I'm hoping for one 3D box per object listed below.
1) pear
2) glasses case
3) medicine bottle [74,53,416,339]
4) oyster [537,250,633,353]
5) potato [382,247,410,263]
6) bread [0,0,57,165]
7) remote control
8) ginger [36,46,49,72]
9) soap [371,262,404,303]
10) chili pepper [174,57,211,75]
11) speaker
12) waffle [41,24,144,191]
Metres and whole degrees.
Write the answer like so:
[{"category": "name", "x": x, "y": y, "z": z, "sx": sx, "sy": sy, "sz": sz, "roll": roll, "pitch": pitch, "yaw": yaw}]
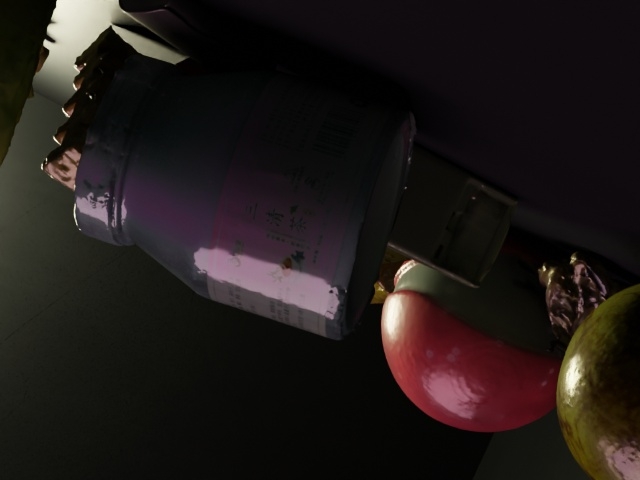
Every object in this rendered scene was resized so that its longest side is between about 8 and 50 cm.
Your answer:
[{"category": "pear", "x": 0.394, "y": 0.178, "z": 1.518, "sx": 0.283, "sy": 0.283, "sz": 0.283, "roll": 25, "pitch": 177, "yaw": 1}, {"category": "glasses case", "x": -0.121, "y": -0.207, "z": 1.354, "sx": 0.072, "sy": 0.042, "sz": 0.190, "roll": 14, "pitch": 172, "yaw": 32}, {"category": "medicine bottle", "x": -0.074, "y": -0.055, "z": 1.354, "sx": 0.290, "sy": 0.245, "sz": 0.245, "roll": 17, "pitch": 175, "yaw": 10}, {"category": "oyster", "x": 0.412, "y": 0.132, "z": 1.804, "sx": 0.337, "sy": 0.133, "sz": 0.198, "roll": 32, "pitch": 151, "yaw": -20}, {"category": "potato", "x": 0.039, "y": -0.052, "z": 1.654, "sx": 0.253, "sy": 0.148, "sz": 0.186, "roll": 26, "pitch": 179, "yaw": -25}, {"category": "bread", "x": -0.482, "y": -0.219, "z": 1.564, "sx": 0.307, "sy": 0.348, "sz": 0.348, "roll": 15, "pitch": 180, "yaw": -19}, {"category": "remote control", "x": 0.087, "y": -0.052, "z": 1.532, "sx": 0.285, "sy": 0.123, "sz": 0.038, "roll": 24, "pitch": 176, "yaw": -16}, {"category": "ginger", "x": -0.476, "y": -0.313, "z": 2.139, "sx": 0.118, "sy": 0.065, "sz": 0.299, "roll": 39, "pitch": 175, "yaw": -2}, {"category": "soap", "x": 0.000, "y": 0.000, "z": 2.308, "sx": 0.281, "sy": 0.143, "sz": 0.259, "roll": -1, "pitch": 143, "yaw": 51}, {"category": "chili pepper", "x": -0.123, "y": -0.177, "z": 1.623, "sx": 0.123, "sy": 0.070, "sz": 0.073, "roll": 22, "pitch": -168, "yaw": 22}, {"category": "speaker", "x": 0.231, "y": 0.129, "z": 1.918, "sx": 0.294, "sy": 0.294, "sz": 0.294, "roll": 25, "pitch": 177, "yaw": 1}, {"category": "waffle", "x": -0.178, "y": -0.090, "z": 1.640, "sx": 0.304, "sy": 0.077, "sz": 0.348, "roll": 39, "pitch": -158, "yaw": -20}]
